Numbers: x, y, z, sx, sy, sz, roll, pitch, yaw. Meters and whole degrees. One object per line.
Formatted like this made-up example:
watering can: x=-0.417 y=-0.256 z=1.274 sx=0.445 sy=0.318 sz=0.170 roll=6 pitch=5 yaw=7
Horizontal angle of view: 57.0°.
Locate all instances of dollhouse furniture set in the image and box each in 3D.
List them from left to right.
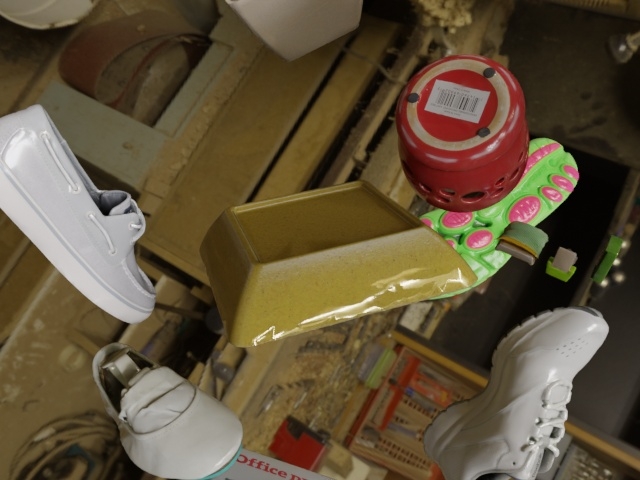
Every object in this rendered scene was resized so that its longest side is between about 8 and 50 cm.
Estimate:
dollhouse furniture set: x=0.323 y=0.002 z=0.809 sx=0.076 sy=0.152 sz=0.058 roll=-43 pitch=150 yaw=-41

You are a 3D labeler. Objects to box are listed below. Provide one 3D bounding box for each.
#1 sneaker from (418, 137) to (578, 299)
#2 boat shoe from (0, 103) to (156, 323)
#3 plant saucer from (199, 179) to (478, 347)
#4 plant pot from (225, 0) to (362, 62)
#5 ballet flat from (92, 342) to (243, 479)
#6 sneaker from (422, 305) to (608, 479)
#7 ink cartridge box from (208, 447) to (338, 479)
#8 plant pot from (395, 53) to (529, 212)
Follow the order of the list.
sneaker: x=0.335 y=-0.025 z=1.250 sx=0.483 sy=0.185 sz=0.202 roll=-33 pitch=170 yaw=-12
boat shoe: x=-0.159 y=-0.013 z=0.412 sx=0.063 sy=0.066 sz=0.184 roll=-33 pitch=126 yaw=-6
plant saucer: x=0.000 y=0.000 z=0.851 sx=0.333 sy=0.333 sz=0.080 roll=-14 pitch=115 yaw=-13
plant pot: x=-0.024 y=-0.216 z=0.487 sx=0.109 sy=0.109 sz=0.096 roll=-25 pitch=151 yaw=4
ballet flat: x=-0.259 y=0.236 z=0.880 sx=0.139 sy=0.400 sz=0.139 roll=-2 pitch=94 yaw=-35
sneaker: x=0.247 y=0.206 z=0.704 sx=0.111 sy=0.129 sz=0.297 roll=18 pitch=116 yaw=-25
ink cartridge box: x=-0.080 y=0.418 z=0.749 sx=0.289 sy=0.211 sz=0.121 roll=-69 pitch=177 yaw=-70
plant pot: x=0.199 y=-0.151 z=0.842 sx=0.191 sy=0.191 sz=0.174 roll=-62 pitch=158 yaw=-4
